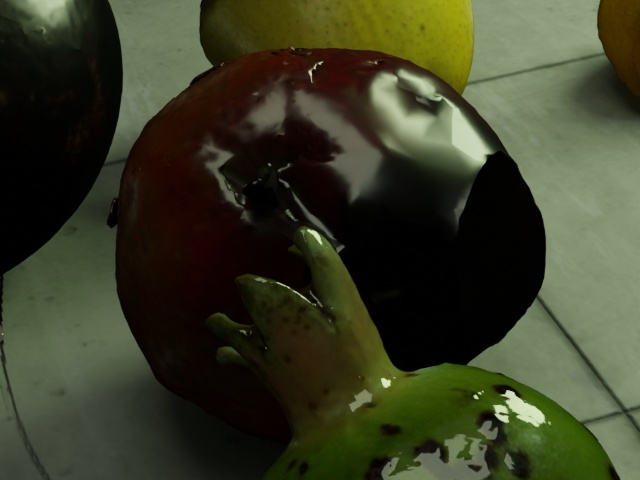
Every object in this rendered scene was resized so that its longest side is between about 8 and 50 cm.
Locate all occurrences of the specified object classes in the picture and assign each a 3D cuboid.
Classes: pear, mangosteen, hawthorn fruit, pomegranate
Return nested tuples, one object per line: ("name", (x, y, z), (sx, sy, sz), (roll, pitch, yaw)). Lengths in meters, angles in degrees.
("pear", (0.033, -0.163, 1.491), (0.267, 0.267, 0.178), (-12, 58, -10))
("mangosteen", (-0.367, -0.148, 1.293), (0.382, 0.435, 0.382), (-17, 61, 34))
("hawthorn fruit", (0.006, 0.005, 1.146), (0.316, 0.316, 0.316), (-3, 34, 2))
("pomegranate", (0.031, 0.158, 0.934), (0.286, 0.231, 0.231), (35, 42, 2))

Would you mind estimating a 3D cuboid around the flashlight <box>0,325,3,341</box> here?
("flashlight", (-0.283, 0.091, 1.268), (0.031, 0.052, 0.110), (-27, 26, 36))

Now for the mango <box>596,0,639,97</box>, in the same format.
("mango", (0.371, -0.234, 1.536), (0.236, 0.136, 0.166), (-25, 16, 23))
